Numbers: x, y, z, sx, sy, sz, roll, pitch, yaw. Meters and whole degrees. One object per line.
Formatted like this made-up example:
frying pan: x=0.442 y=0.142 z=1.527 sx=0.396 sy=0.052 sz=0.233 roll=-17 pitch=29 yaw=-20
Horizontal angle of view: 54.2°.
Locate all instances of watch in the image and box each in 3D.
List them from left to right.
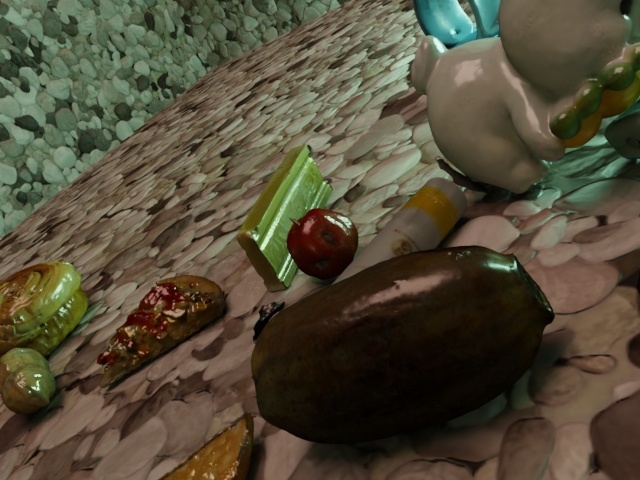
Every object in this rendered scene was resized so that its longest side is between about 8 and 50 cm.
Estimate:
watch: x=0.244 y=-0.391 z=1.081 sx=0.210 sy=0.193 sz=0.211 roll=-24 pitch=26 yaw=12

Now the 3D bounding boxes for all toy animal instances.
toy animal: x=0.225 y=-0.208 z=0.641 sx=0.182 sy=0.310 sz=0.247 roll=-22 pitch=63 yaw=-27

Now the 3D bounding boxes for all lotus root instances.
lotus root: x=0.053 y=0.081 z=0.483 sx=0.241 sy=0.124 sz=0.123 roll=-24 pitch=23 yaw=23

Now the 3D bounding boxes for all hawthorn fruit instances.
hawthorn fruit: x=0.000 y=0.000 z=0.747 sx=0.093 sy=0.093 sz=0.093 roll=-26 pitch=25 yaw=13

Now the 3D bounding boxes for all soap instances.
soap: x=-0.044 y=-0.040 z=0.871 sx=0.037 sy=0.092 sz=0.252 roll=-16 pitch=28 yaw=27

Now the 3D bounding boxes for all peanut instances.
peanut: x=-0.416 y=0.195 z=0.876 sx=0.080 sy=0.080 sz=0.174 roll=-42 pitch=24 yaw=-22

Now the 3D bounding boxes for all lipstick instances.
lipstick: x=0.062 y=0.032 z=0.648 sx=0.059 sy=0.059 sz=0.264 roll=1 pitch=40 yaw=51

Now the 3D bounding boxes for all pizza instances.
pizza: x=-0.230 y=0.112 z=0.842 sx=0.188 sy=0.062 sz=0.199 roll=-2 pitch=38 yaw=52
pizza: x=-0.104 y=0.209 z=0.546 sx=0.108 sy=0.026 sz=0.123 roll=-20 pitch=29 yaw=31

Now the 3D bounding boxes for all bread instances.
bread: x=-0.509 y=0.124 z=1.073 sx=0.236 sy=0.120 sz=0.198 roll=-13 pitch=31 yaw=35

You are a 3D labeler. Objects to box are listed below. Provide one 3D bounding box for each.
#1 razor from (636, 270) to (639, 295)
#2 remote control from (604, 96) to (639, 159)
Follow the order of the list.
razor: x=0.296 y=0.009 z=0.419 sx=0.148 sy=0.054 sz=0.090 roll=-32 pitch=24 yaw=-4
remote control: x=0.400 y=-0.190 z=0.566 sx=0.296 sy=0.056 sz=0.140 roll=-43 pitch=-1 yaw=7
